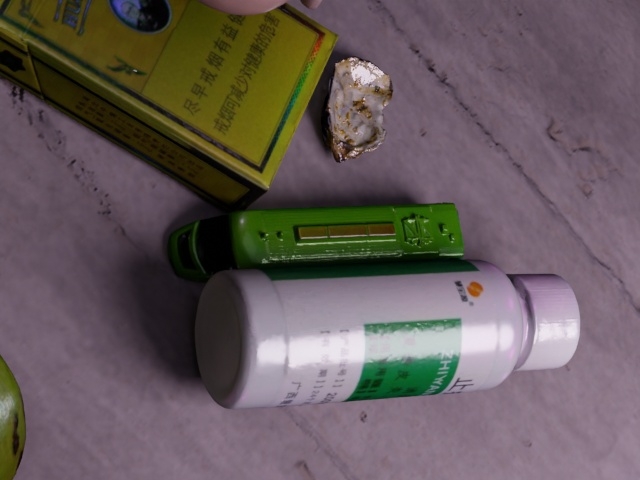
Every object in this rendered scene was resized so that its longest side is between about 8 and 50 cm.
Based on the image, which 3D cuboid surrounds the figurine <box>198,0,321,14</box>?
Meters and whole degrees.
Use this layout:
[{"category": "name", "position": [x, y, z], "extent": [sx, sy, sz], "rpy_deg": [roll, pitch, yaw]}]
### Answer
[{"category": "figurine", "position": [-0.052, -0.209, 1.135], "extent": [0.138, 0.125, 0.125], "rpy_deg": [27, 63, -13]}]

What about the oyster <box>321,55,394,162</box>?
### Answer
[{"category": "oyster", "position": [0.023, -0.092, 1.263], "extent": [0.054, 0.019, 0.083], "rpy_deg": [23, 62, -19]}]

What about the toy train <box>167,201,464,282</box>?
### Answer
[{"category": "toy train", "position": [0.000, 0.000, 1.205], "extent": [0.209, 0.042, 0.044], "rpy_deg": [-3, 73, -27]}]

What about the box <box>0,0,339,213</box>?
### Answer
[{"category": "box", "position": [-0.112, -0.134, 1.186], "extent": [0.220, 0.064, 0.141], "rpy_deg": [31, 61, -12]}]

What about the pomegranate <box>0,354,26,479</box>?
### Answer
[{"category": "pomegranate", "position": [-0.236, 0.143, 0.999], "extent": [0.156, 0.156, 0.220], "rpy_deg": [-29, 118, -31]}]

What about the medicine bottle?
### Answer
[{"category": "medicine bottle", "position": [0.049, 0.060, 1.178], "extent": [0.260, 0.095, 0.095], "rpy_deg": [-3, 74, -25]}]
